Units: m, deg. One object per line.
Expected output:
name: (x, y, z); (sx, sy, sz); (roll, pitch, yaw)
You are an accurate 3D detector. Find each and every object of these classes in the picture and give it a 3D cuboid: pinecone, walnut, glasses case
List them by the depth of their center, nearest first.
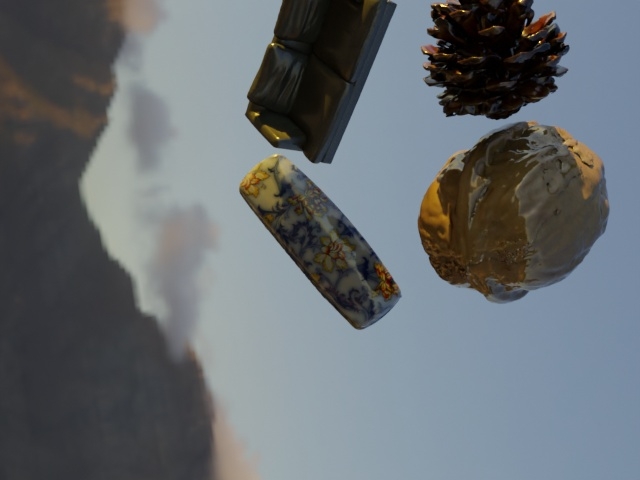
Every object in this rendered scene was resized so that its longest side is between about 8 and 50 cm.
pinecone: (0.183, -0.211, 1.624); (0.173, 0.173, 0.174); (171, -90, -78)
walnut: (0.215, -0.031, 1.689); (0.198, 0.245, 0.198); (19, -52, 26)
glasses case: (0.000, 0.000, 1.903); (0.248, 0.087, 0.065); (50, -3, 8)

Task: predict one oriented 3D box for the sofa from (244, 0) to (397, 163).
sofa: (-0.006, -0.144, 1.208); (0.085, 0.060, 0.147); (48, -58, 48)
